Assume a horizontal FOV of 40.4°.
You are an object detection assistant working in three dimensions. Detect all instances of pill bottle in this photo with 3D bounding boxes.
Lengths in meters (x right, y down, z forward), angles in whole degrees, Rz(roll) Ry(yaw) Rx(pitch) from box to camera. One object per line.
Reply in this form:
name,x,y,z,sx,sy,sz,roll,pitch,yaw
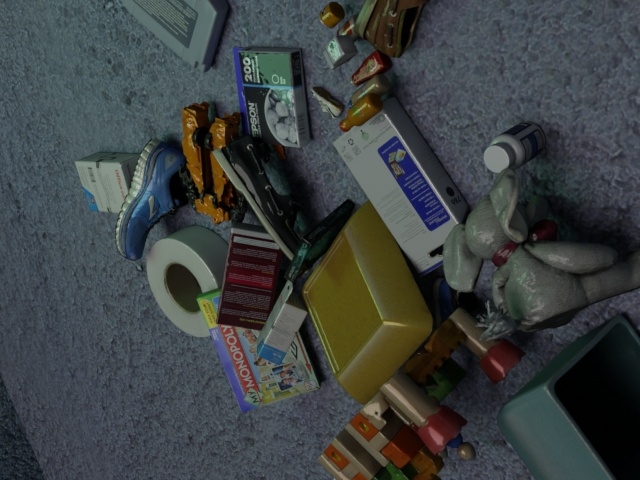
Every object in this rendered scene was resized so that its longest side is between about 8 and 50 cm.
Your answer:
pill bottle,0.335,-0.159,1.513,0.067,0.120,0.067,21,125,34

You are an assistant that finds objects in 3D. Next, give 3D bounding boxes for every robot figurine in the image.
robot figurine,-0.244,-0.171,2.057,0.211,0.085,0.291,23,130,33

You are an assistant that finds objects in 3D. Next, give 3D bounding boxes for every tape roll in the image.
tape roll,-0.326,0.106,2.282,0.286,0.100,0.286,22,126,33

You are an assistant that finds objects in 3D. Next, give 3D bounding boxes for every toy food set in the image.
toy food set,0.055,-0.333,1.677,0.104,0.111,0.232,-33,80,47

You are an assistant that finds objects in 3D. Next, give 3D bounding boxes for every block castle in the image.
block castle,0.204,0.368,1.754,0.213,0.303,0.453,44,142,10

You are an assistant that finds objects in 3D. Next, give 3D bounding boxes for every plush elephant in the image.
plush elephant,0.355,0.020,1.509,0.272,0.329,0.256,-43,63,54

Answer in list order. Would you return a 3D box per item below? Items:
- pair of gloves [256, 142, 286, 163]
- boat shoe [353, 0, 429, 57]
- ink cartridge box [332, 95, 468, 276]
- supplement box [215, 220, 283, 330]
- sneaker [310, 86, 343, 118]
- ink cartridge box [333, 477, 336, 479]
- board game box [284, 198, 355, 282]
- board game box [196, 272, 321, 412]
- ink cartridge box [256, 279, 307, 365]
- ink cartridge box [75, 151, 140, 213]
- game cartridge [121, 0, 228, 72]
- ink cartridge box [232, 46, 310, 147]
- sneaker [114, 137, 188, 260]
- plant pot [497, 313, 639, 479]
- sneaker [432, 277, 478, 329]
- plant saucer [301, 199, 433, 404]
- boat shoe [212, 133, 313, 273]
pair of gloves,-0.116,-0.213,1.978,0.083,0.010,0.074,-2,111,44
boat shoe,0.162,-0.458,1.528,0.104,0.110,0.307,41,144,13
ink cartridge box,0.173,-0.104,1.734,0.165,0.065,0.333,-35,86,47
supplement box,-0.164,0.086,2.051,0.130,0.073,0.240,10,104,-4
sneaker,0.008,-0.285,1.808,0.083,0.032,0.037,43,135,17
ink cartridge box,0.087,0.659,2.233,0.115,0.067,0.198,33,133,25
board game box,0.000,0.000,1.859,0.026,0.186,0.126,36,133,12
board game box,-0.150,0.249,2.155,0.213,0.046,0.317,-19,102,7
ink cartridge box,-0.080,0.181,1.989,0.060,0.104,0.180,26,102,-10
ink cartridge box,-0.554,-0.156,2.356,0.203,0.086,0.148,7,117,39
game cartridge,-0.332,-0.543,1.964,0.297,0.062,0.198,43,130,17
ink cartridge box,-0.120,-0.314,1.897,0.208,0.045,0.206,12,117,39
sneaker,-0.420,-0.086,2.206,0.147,0.130,0.330,22,113,-4
plant pot,0.470,0.328,1.582,0.248,0.247,0.252,55,146,4
sneaker,0.282,0.151,1.778,0.084,0.058,0.152,5,109,50
plant saucer,0.072,0.136,1.852,0.333,0.081,0.333,-58,45,44
boat shoe,-0.098,-0.087,1.930,0.340,0.113,0.127,54,178,1
